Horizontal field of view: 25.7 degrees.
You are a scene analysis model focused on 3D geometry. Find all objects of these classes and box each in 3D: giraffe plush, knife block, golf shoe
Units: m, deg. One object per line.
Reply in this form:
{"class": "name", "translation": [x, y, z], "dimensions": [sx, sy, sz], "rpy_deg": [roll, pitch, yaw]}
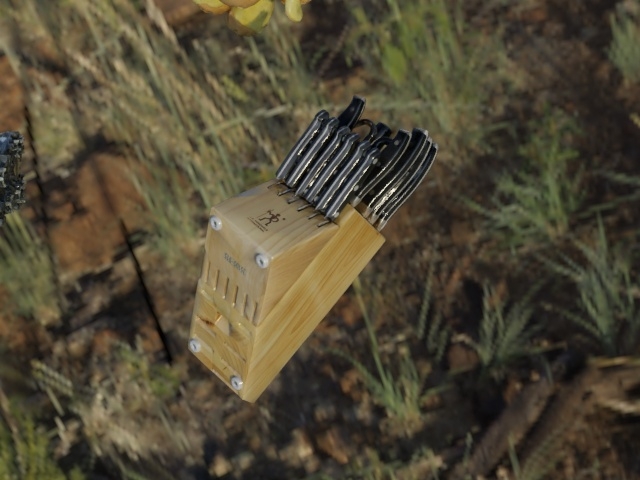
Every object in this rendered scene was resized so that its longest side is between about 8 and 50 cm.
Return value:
{"class": "giraffe plush", "translation": [-0.070, -0.325, 1.639], "dimensions": [0.210, 0.181, 0.170], "rpy_deg": [-47, 21, 20]}
{"class": "knife block", "translation": [0.000, 0.000, 1.373], "dimensions": [0.242, 0.276, 0.088], "rpy_deg": [-25, 52, -38]}
{"class": "golf shoe", "translation": [-0.319, -0.058, 1.275], "dimensions": [0.093, 0.077, 0.198], "rpy_deg": [-2, 8, -3]}
